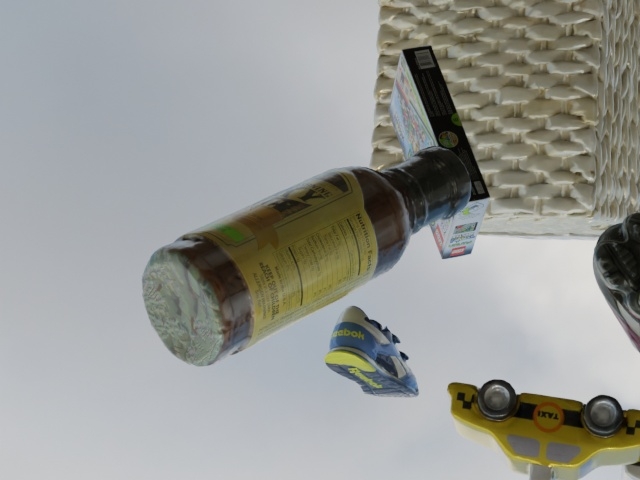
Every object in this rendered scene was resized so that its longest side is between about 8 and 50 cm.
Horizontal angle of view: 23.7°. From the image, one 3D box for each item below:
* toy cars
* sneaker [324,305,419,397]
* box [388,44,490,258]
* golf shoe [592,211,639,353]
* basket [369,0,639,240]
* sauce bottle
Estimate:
[{"bbox_3d":[0.287,0.216,1.404,0.394,0.176,0.087,20,-109,-27],"label":"toy cars"},{"bbox_3d":[0.054,0.108,1.420,0.053,0.144,0.059,-6,-117,25],"label":"sneaker"},{"bbox_3d":[0.126,-0.096,1.654,0.036,0.114,0.207,-10,-121,-13],"label":"box"},{"bbox_3d":[0.347,0.098,1.389,0.105,0.120,0.273,-31,-99,-6],"label":"golf shoe"},{"bbox_3d":[0.253,-0.170,1.910,0.331,0.328,0.266,2,178,33],"label":"basket"},{"bbox_3d":[0.000,0.000,1.344,0.111,0.111,0.344,39,-138,25],"label":"sauce bottle"}]
